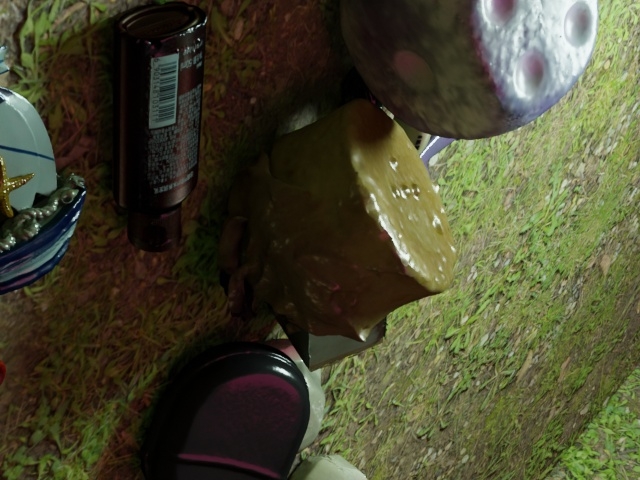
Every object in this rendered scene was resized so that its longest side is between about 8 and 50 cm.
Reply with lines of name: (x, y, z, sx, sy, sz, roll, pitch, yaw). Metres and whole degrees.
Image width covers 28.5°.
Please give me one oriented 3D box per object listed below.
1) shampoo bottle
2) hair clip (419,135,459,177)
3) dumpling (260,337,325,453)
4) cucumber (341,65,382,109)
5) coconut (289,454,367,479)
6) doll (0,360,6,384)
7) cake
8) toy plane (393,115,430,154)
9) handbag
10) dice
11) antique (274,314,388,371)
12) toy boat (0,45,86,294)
shampoo bottle: (-0.205, -0.134, 1.581, 0.129, 0.084, 0.323, -31, 141, -38)
hair clip: (0.186, -0.163, 2.152, 0.278, 0.090, 0.137, -38, 129, -30)
dumpling: (-0.058, 0.280, 2.145, 0.162, 0.132, 0.250, -18, 116, -39)
cucumber: (0.063, -0.167, 1.979, 0.074, 0.074, 0.241, -33, 140, -39)
coconut: (0.023, 0.500, 2.432, 0.161, 0.162, 0.161, -39, 145, -34)
doll: (-0.484, 0.173, 1.345, 0.363, 0.160, 0.182, -12, 124, -54)
cake: (-0.003, -0.008, 1.862, 0.321, 0.332, 0.332, -25, 159, 21)
toy plane: (0.160, -0.248, 2.023, 0.242, 0.104, 0.256, 0, 117, -60)
handbag: (-0.146, 0.304, 1.979, 0.254, 0.093, 0.308, 14, 106, -31)
dice: (0.211, -0.322, 1.792, 0.271, 0.270, 0.270, -45, 124, -26)
antique: (0.014, 0.109, 2.035, 0.147, 0.152, 0.148, -18, 137, -19)
toy boat: (-0.364, -0.085, 1.427, 0.220, 0.067, 0.291, -34, 131, -39)
